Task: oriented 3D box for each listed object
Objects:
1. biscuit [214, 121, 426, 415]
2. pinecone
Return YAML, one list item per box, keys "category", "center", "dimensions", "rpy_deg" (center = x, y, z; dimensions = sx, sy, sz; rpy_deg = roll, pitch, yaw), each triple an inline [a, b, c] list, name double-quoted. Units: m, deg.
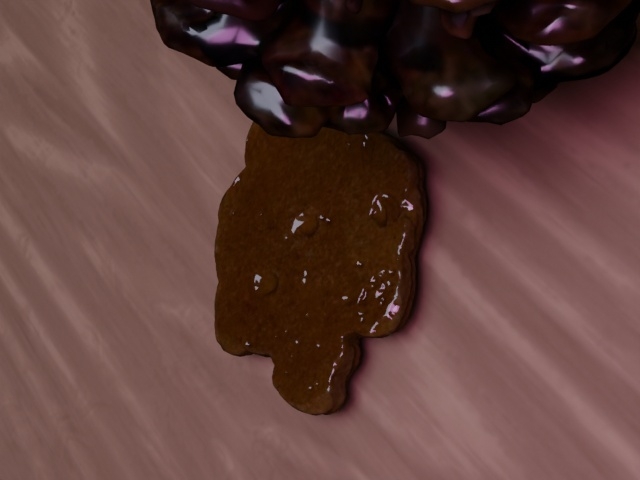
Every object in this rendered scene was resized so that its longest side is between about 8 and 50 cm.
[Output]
- category: "biscuit"
  center: [0.000, 0.000, 0.965]
  dimensions: [0.208, 0.041, 0.290]
  rpy_deg: [-14, 67, 37]
- category: "pinecone"
  center: [0.049, -0.241, 0.791]
  dimensions: [0.397, 0.397, 0.398]
  rpy_deg: [-14, 66, 36]
